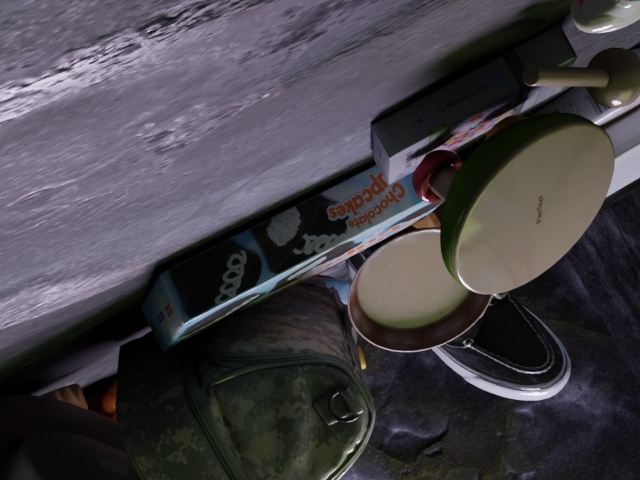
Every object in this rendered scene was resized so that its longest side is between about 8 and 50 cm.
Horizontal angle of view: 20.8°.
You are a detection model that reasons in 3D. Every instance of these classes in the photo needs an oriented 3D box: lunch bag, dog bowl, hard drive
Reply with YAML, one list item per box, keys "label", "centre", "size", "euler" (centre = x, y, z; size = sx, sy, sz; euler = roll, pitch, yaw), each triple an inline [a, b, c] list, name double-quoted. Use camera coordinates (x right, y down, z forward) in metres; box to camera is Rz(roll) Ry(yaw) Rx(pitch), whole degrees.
- label: "lunch bag"
  centre: [-0.070, 0.171, 1.895]
  size: [0.256, 0.213, 0.305]
  euler: [-26, -165, 3]
- label: "dog bowl"
  centre: [-0.236, 0.310, 1.918]
  size: [0.102, 0.348, 0.349]
  euler: [-57, 167, 10]
- label: "hard drive"
  centre: [0.323, -0.081, 2.074]
  size: [0.353, 0.047, 0.233]
  euler: [-31, 169, -4]

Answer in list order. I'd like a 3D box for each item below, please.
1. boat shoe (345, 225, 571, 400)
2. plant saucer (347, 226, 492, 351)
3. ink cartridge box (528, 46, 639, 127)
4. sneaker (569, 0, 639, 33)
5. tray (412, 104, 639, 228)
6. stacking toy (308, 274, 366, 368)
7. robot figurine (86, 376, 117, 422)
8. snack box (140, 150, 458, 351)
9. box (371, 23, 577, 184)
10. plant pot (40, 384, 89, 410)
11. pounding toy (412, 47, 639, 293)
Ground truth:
- label: "boat shoe"
  centre: [0.161, 0.068, 2.026]
  size: [0.113, 0.306, 0.105]
  euler: [-45, 165, -17]
- label: "plant saucer"
  centre: [0.108, 0.049, 1.917]
  size: [0.168, 0.168, 0.029]
  euler: [-29, -143, 5]
- label: "ink cartridge box"
  centre: [0.351, -0.168, 2.031]
  size: [0.189, 0.066, 0.232]
  euler: [-34, 167, 36]
- label: "sneaker"
  centre: [0.241, -0.212, 1.293]
  size: [0.161, 0.057, 0.075]
  euler: [-31, 156, 30]
- label: "tray"
  centre: [0.271, -0.077, 2.295]
  size: [0.411, 0.076, 0.203]
  euler: [-24, 172, -26]
- label: "stacking toy"
  centre: [-0.084, 0.097, 2.226]
  size: [0.279, 0.130, 0.309]
  euler: [-2, 170, 1]
- label: "robot figurine"
  centre: [-0.256, 0.270, 2.318]
  size: [0.158, 0.128, 0.219]
  euler: [-64, -159, 17]
- label: "snack box"
  centre: [-0.020, 0.004, 1.760]
  size: [0.322, 0.060, 0.187]
  euler: [-27, 175, -15]
- label: "box"
  centre: [0.134, -0.120, 1.566]
  size: [0.186, 0.038, 0.145]
  euler: [-27, 173, -2]
- label: "plant pot"
  centre: [-0.348, 0.346, 2.162]
  size: [0.237, 0.254, 0.237]
  euler: [-28, 174, -3]
- label: "pounding toy"
  centre: [0.165, -0.077, 1.532]
  size: [0.183, 0.110, 0.237]
  euler: [-6, 129, -42]
